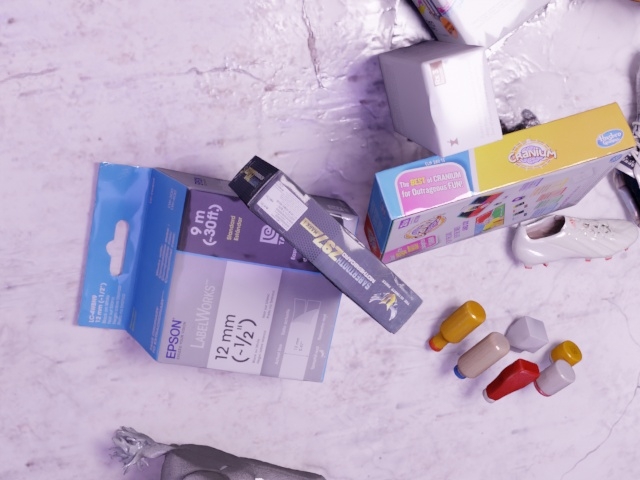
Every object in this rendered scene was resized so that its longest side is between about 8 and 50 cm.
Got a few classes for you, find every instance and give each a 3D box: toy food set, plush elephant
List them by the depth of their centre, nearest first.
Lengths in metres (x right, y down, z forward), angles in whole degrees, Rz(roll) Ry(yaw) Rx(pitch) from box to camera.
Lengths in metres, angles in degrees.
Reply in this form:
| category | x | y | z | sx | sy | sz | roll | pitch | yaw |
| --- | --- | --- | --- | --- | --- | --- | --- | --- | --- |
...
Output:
| category | x | y | z | sx | sy | sz | roll | pitch | yaw |
| --- | --- | --- | --- | --- | --- | --- | --- | --- | --- |
| plush elephant | -0.185 | 0.438 | 1.151 | 0.330 | 0.272 | 0.255 | 15 | 90 | 15 |
| toy food set | 0.288 | 0.185 | 1.244 | 0.232 | 0.111 | 0.104 | 20 | 133 | -26 |

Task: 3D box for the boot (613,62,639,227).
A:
| category | x | y | z | sx | sy | sz | roll | pitch | yaw |
| --- | --- | --- | --- | --- | --- | --- | --- | --- | --- |
| boot | 0.483 | -0.139 | 1.178 | 0.123 | 0.095 | 0.258 | -29 | 111 | -8 |

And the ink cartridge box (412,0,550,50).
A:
| category | x | y | z | sx | sy | sz | roll | pitch | yaw |
| --- | --- | --- | --- | --- | --- | --- | --- | --- | --- |
| ink cartridge box | 0.184 | -0.345 | 1.045 | 0.127 | 0.128 | 0.176 | -38 | 109 | 3 |

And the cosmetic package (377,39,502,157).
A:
| category | x | y | z | sx | sy | sz | roll | pitch | yaw |
| --- | --- | --- | --- | --- | --- | --- | --- | --- | --- |
| cosmetic package | 0.146 | -0.187 | 1.031 | 0.086 | 0.231 | 0.117 | -17 | 109 | -6 |

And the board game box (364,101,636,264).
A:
| category | x | y | z | sx | sy | sz | roll | pitch | yaw |
| --- | --- | --- | --- | --- | --- | --- | --- | --- | --- |
| board game box | 0.222 | -0.066 | 1.081 | 0.317 | 0.242 | 0.064 | -17 | 76 | -5 |

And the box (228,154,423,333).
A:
| category | x | y | z | sx | sy | sz | roll | pitch | yaw |
| --- | --- | --- | --- | --- | --- | --- | --- | --- | --- |
| box | 0.000 | 0.000 | 0.973 | 0.233 | 0.183 | 0.059 | 43 | 90 | -18 |

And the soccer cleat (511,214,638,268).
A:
| category | x | y | z | sx | sy | sz | roll | pitch | yaw |
| --- | --- | --- | --- | --- | --- | --- | --- | --- | --- |
| soccer cleat | 0.385 | -0.008 | 1.213 | 0.196 | 0.068 | 0.076 | -10 | 126 | -4 |

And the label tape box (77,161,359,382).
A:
| category | x | y | z | sx | sy | sz | roll | pitch | yaw |
| --- | --- | --- | --- | --- | --- | --- | --- | --- | --- |
| label tape box | -0.145 | 0.045 | 1.112 | 0.348 | 0.115 | 0.249 | 9 | 104 | -14 |

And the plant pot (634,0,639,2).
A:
| category | x | y | z | sx | sy | sz | roll | pitch | yaw |
| --- | --- | --- | --- | --- | --- | --- | --- | --- | --- |
| plant pot | 0.359 | -0.444 | 0.983 | 0.204 | 0.291 | 0.290 | 9 | 105 | 4 |
